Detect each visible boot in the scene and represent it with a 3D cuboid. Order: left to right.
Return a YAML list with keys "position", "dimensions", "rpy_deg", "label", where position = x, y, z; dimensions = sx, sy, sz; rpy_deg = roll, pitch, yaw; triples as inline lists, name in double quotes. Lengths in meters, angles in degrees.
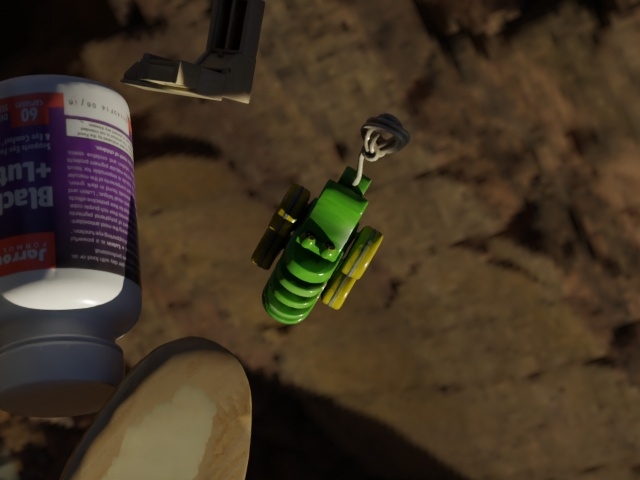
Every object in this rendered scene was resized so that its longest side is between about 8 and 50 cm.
- position: [-0.142, 0.208, 1.229]
  dimensions: [0.104, 0.211, 0.295]
  rpy_deg: [24, 72, -11]
  label: "boot"

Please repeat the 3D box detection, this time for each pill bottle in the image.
- position: [-0.165, 0.005, 1.227]
  dimensions: [0.108, 0.108, 0.194]
  rpy_deg: [22, 55, -51]
  label: "pill bottle"

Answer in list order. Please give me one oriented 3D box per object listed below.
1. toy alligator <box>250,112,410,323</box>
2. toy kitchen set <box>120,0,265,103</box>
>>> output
- position: [0.000, 0.000, 1.048]
  dimensions: [0.056, 0.190, 0.051]
  rpy_deg: [30, 58, 0]
  label: "toy alligator"
- position: [-0.094, -0.138, 1.378]
  dimensions: [0.083, 0.068, 0.075]
  rpy_deg: [10, 89, -56]
  label: "toy kitchen set"
